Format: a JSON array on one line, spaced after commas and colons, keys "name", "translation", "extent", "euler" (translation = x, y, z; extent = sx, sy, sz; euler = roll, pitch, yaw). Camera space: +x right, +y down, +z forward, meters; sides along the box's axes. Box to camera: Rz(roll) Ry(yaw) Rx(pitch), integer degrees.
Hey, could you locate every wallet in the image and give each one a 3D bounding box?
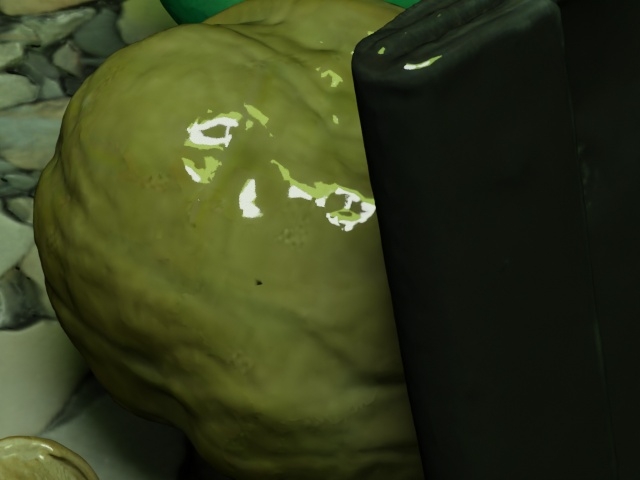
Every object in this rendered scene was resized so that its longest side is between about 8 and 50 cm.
[{"name": "wallet", "translation": [0.130, 0.059, 0.863], "extent": [0.062, 0.406, 0.228], "euler": [13, 35, 42]}]

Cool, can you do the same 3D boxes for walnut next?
[{"name": "walnut", "translation": [0.001, -0.001, 0.972], "extent": [0.277, 0.253, 0.282], "euler": [35, 53, 23]}]

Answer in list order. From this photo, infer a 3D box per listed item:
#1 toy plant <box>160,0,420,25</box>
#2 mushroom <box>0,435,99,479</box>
[{"name": "toy plant", "translation": [0.050, -0.159, 1.171], "extent": [0.400, 0.279, 0.185], "euler": [10, 13, -15]}, {"name": "mushroom", "translation": [-0.128, 0.186, 0.887], "extent": [0.097, 0.088, 0.212], "euler": [-35, 51, 1]}]
